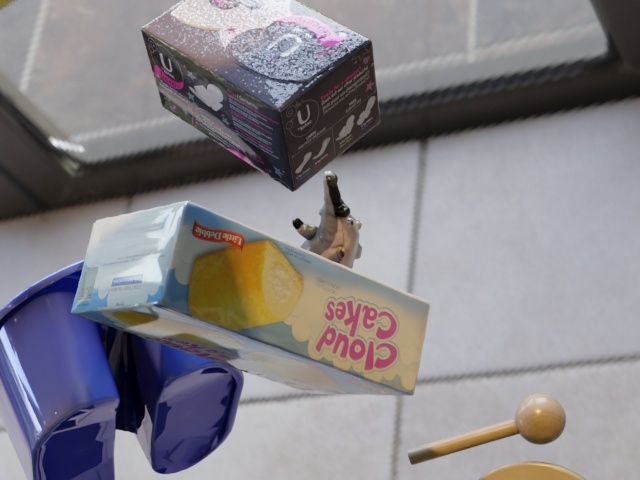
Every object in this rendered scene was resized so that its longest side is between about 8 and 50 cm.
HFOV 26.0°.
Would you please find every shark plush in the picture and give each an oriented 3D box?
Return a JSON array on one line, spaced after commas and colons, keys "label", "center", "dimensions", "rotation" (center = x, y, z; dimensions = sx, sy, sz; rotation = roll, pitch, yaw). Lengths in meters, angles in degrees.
[{"label": "shark plush", "center": [0.000, 0.000, 1.334], "dimensions": [0.067, 0.161, 0.073], "rotation": [18, 63, 9]}]

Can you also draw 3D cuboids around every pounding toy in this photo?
[{"label": "pounding toy", "center": [0.220, 0.290, 1.447], "dimensions": [0.183, 0.110, 0.236], "rotation": [-25, 82, 15]}]

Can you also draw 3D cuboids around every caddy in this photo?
[{"label": "caddy", "center": [-0.217, 0.130, 1.419], "dimensions": [0.241, 0.341, 0.179], "rotation": [-16, 64, -19]}]

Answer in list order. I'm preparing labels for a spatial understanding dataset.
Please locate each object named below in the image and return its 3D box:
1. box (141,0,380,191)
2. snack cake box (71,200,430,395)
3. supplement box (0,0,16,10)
[{"label": "box", "center": [-0.071, -0.205, 1.696], "dimensions": [0.247, 0.142, 0.163], "rotation": [34, 62, 31]}, {"label": "snack cake box", "center": [-0.056, 0.057, 1.178], "dimensions": [0.152, 0.264, 0.089], "rotation": [-10, 63, 52]}, {"label": "supplement box", "center": [-0.301, -0.161, 0.678], "dimensions": [0.194, 0.195, 0.356], "rotation": [-9, 23, 21]}]
